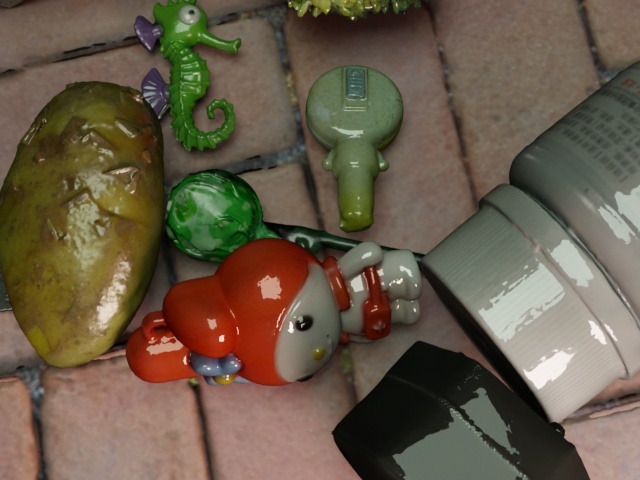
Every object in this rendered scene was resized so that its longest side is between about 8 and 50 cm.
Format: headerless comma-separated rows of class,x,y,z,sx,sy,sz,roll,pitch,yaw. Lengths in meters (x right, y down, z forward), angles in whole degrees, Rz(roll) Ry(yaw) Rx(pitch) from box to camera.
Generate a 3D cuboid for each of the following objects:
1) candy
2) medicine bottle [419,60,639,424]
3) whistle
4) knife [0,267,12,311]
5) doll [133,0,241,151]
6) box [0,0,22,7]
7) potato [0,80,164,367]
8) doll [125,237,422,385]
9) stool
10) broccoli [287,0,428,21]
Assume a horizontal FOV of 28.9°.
candy,-0.001,0.002,1.273,0.323,0.097,0.097,13,74,-1
medicine bottle,0.272,0.004,1.166,0.306,0.245,0.245,-38,75,-1
whistle,0.035,-0.100,1.284,0.104,0.057,0.198,2,56,-2
knife,-0.435,0.055,1.302,0.245,0.019,0.072,-7,69,-3
doll,-0.140,-0.184,1.343,0.115,0.050,0.190,-9,75,7
box,-0.262,-0.412,1.309,0.330,0.095,0.210,-22,70,33
potato,-0.242,-0.021,1.245,0.176,0.141,0.298,-6,68,34
doll,-0.047,0.072,1.207,0.290,0.161,0.130,-11,49,-10
stool,0.134,0.208,1.128,0.232,0.232,0.141,41,77,13
broccoli,0.022,-0.377,1.225,0.275,0.397,0.353,-48,116,-9
